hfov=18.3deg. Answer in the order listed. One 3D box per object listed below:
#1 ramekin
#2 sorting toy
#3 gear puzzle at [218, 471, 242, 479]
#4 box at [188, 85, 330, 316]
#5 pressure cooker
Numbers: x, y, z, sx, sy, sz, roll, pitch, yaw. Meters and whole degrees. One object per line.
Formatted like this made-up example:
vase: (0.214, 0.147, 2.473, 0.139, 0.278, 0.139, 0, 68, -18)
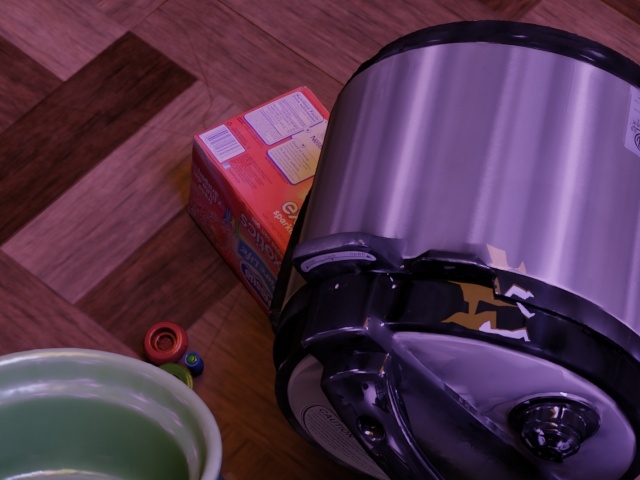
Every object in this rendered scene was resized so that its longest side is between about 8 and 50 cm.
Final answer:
ramekin: (-0.244, 0.248, 1.849, 0.303, 0.148, 0.303, 2, 34, -1)
sorting toy: (-0.152, 0.135, 2.085, 0.061, 0.042, 0.102, -9, 67, 5)
gear puzzle: (-0.196, 0.337, 1.924, 0.339, 0.044, 0.175, -22, 60, -21)
box: (0.000, 0.000, 2.131, 0.154, 0.142, 0.300, -28, 62, -23)
pressure cooker: (0.146, 0.055, 1.811, 0.370, 0.375, 0.420, 14, 59, -2)
